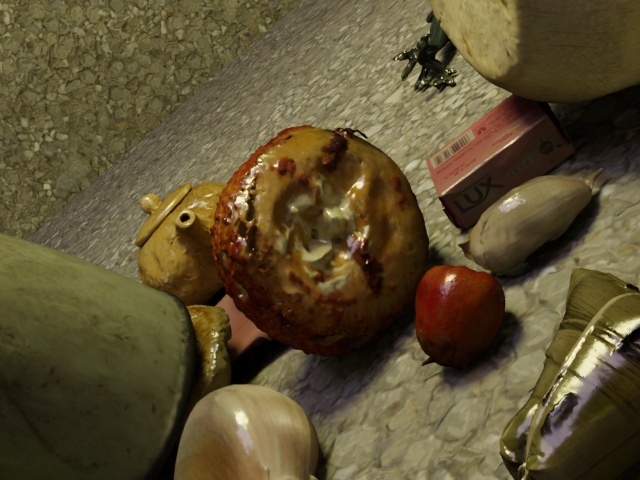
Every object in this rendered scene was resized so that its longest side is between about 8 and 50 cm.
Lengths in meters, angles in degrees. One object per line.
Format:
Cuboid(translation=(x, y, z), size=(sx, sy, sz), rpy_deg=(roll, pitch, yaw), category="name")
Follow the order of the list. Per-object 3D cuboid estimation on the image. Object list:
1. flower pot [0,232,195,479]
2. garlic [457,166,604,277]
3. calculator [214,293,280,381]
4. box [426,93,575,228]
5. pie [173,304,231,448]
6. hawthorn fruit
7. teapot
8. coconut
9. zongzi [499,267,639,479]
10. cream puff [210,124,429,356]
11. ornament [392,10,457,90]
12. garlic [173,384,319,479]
Cuboid(translation=(-0.343, 0.125, 0.928), size=(0.293, 0.330, 0.293), rpy_deg=(-34, 40, 34), category="flower pot")
Cuboid(translation=(0.195, -0.026, 0.839), size=(0.152, 0.066, 0.084), rpy_deg=(-35, 20, 21), category="garlic")
Cuboid(translation=(-0.045, 0.059, 1.117), size=(0.329, 0.048, 0.220), rpy_deg=(-41, 22, 8), category="calculator")
Cuboid(translation=(0.195, -0.093, 0.984), size=(0.156, 0.060, 0.111), rpy_deg=(-38, 21, 17), category="box")
Cuboid(translation=(-0.153, 0.153, 1.020), size=(0.163, 0.079, 0.193), rpy_deg=(-48, 35, 22), category="pie")
Cuboid(translation=(0.119, 0.070, 0.785), size=(0.081, 0.081, 0.093), rpy_deg=(4, 78, 62), category="hawthorn fruit")
Cuboid(translation=(-0.199, -0.008, 1.315), size=(0.203, 0.167, 0.311), rpy_deg=(-50, 10, -12), category="teapot")
Cuboid(translation=(0.294, -0.322, 0.895), size=(0.360, 0.346, 0.346), rpy_deg=(-22, 20, -8), category="coconut")
Cuboid(translation=(0.163, 0.101, 0.624), size=(0.189, 0.081, 0.178), rpy_deg=(-41, 22, -3), category="zongzi")
Cuboid(translation=(0.000, -0.001, 0.929), size=(0.240, 0.240, 0.164), rpy_deg=(-49, 1, -20), category="cream puff")
Cuboid(translation=(0.213, -0.323, 1.383), size=(0.202, 0.080, 0.236), rpy_deg=(-23, 25, 45), category="ornament")
Cuboid(translation=(-0.092, 0.214, 0.857), size=(0.148, 0.128, 0.266), rpy_deg=(-40, 7, -32), category="garlic")
